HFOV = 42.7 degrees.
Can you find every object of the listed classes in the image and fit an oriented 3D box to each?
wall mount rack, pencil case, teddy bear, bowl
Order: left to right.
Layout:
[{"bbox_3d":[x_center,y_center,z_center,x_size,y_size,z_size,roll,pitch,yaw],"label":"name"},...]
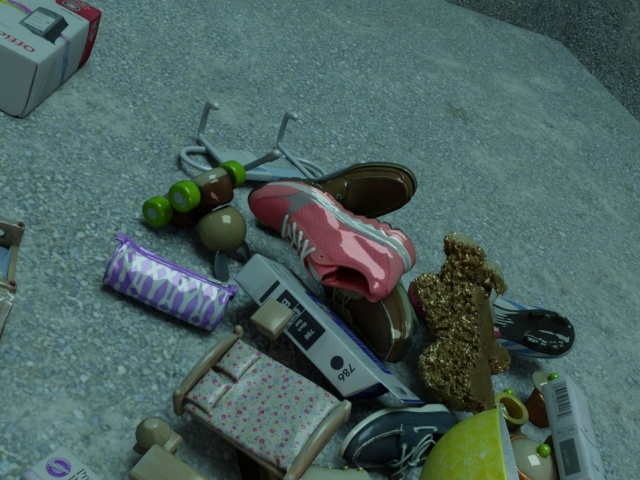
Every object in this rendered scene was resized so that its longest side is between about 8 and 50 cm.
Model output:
[{"bbox_3d":[-0.234,0.068,1.275,0.206,0.088,0.086,23,35,-10],"label":"pencil case"},{"bbox_3d":[-0.089,-0.175,1.641,0.350,0.131,0.304,1,29,-37],"label":"wall mount rack"},{"bbox_3d":[0.245,0.143,1.435,0.245,0.113,0.338,28,57,-46],"label":"teddy bear"},{"bbox_3d":[0.195,0.383,1.104,0.156,0.289,0.289,-12,33,12],"label":"bowl"}]

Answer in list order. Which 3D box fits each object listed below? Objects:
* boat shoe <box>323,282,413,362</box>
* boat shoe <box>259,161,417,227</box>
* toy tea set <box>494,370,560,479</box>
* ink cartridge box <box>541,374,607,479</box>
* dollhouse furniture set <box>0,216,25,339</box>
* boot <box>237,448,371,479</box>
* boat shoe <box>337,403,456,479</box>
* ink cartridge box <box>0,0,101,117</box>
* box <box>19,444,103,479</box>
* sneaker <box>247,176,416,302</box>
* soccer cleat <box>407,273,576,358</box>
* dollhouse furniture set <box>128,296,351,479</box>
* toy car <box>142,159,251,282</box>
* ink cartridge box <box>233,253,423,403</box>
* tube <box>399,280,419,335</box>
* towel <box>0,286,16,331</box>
[{"bbox_3d":[0.060,0.092,1.465,0.119,0.123,0.324,6,32,-25],"label":"boat shoe"},{"bbox_3d":[0.029,-0.067,1.535,0.111,0.307,0.104,69,28,-21],"label":"boat shoe"},{"bbox_3d":[0.376,0.330,1.377,0.200,0.124,0.336,24,34,-11],"label":"toy tea set"},{"bbox_3d":[0.447,0.357,1.339,0.232,0.066,0.189,40,33,-33],"label":"ink cartridge box"},{"bbox_3d":[-0.495,0.042,1.061,0.183,0.129,0.129,14,36,-25],"label":"dollhouse furniture set"},{"bbox_3d":[-0.019,0.317,1.125,0.165,0.077,0.213,7,45,-32],"label":"boot"},{"bbox_3d":[0.131,0.310,1.242,0.254,0.095,0.079,8,31,-49],"label":"boat shoe"},{"bbox_3d":[-0.588,-0.392,1.568,0.226,0.131,0.306,26,32,-7],"label":"ink cartridge box"},{"bbox_3d":[-0.201,0.359,0.907,0.324,0.063,0.067,35,32,16],"label":"box"},{"bbox_3d":[0.000,0.000,1.381,0.313,0.116,0.136,25,55,13],"label":"sneaker"},{"bbox_3d":[0.326,0.162,1.599,0.331,0.143,0.116,18,74,10],"label":"soccer cleat"},{"bbox_3d":[-0.048,0.224,0.999,0.303,0.174,0.355,29,54,19],"label":"dollhouse furniture set"},{"bbox_3d":[-0.188,-0.022,1.435,0.155,0.149,0.188,-32,96,-50],"label":"toy car"},{"bbox_3d":[0.014,0.162,1.306,0.332,0.065,0.165,43,4,22],"label":"ink cartridge box"},{"bbox_3d":[0.126,0.088,1.566,0.070,0.062,0.240,59,8,-37],"label":"tube"},{"bbox_3d":[-0.520,0.089,0.950,0.282,0.187,0.049,23,-7,-10],"label":"towel"}]
